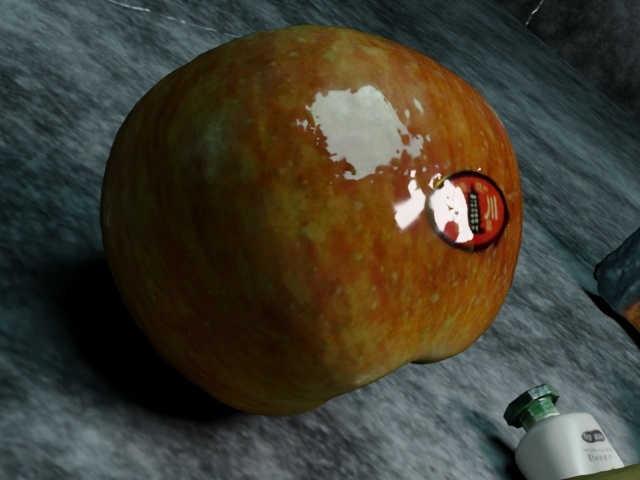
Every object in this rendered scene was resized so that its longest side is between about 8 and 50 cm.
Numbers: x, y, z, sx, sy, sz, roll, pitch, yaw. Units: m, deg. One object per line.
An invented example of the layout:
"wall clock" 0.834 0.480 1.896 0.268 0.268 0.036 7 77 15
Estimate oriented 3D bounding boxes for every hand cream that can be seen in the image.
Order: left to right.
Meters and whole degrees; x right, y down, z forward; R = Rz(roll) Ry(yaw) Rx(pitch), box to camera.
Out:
"hand cream" 0.258 0.261 1.079 0.121 0.076 0.336 11 38 -48

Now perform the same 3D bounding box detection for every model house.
"model house" 0.528 0.117 1.703 0.253 0.184 0.291 28 25 -36

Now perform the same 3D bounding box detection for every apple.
"apple" 0.000 0.000 0.925 0.309 0.277 0.250 6 58 -28

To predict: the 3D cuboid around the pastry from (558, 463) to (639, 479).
"pastry" 0.127 0.249 0.432 0.388 0.388 0.312 22 -2 -36
